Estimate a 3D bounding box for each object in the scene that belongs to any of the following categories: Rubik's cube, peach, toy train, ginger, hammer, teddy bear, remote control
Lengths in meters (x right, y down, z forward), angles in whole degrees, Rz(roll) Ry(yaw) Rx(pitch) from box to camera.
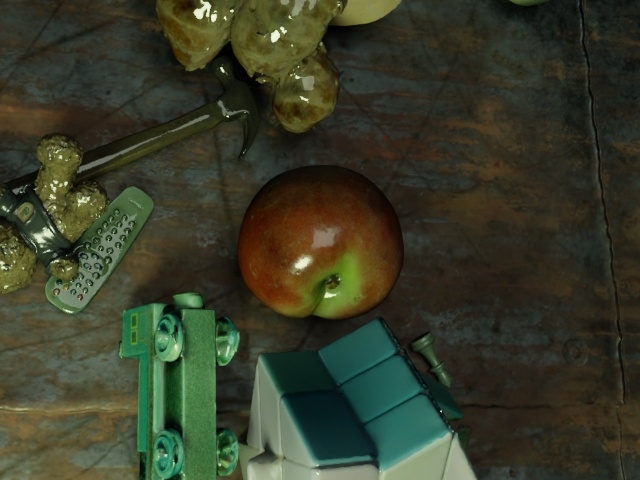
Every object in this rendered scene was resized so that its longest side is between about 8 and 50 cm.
[{"bbox_3d":[0.063,0.336,1.661,0.358,0.387,0.368,-2,120,-18],"label":"Rubik's cube"},{"bbox_3d":[0.000,0.000,1.800,0.252,0.252,0.253,4,75,-15],"label":"peach"},{"bbox_3d":[-0.209,0.227,1.705,0.120,0.194,0.298,7,77,-35],"label":"toy train"},{"bbox_3d":[-0.119,-0.341,1.824,0.375,0.256,0.176,28,31,0],"label":"ginger"},{"bbox_3d":[-0.298,-0.145,1.853,0.439,0.044,0.168,-24,82,-19],"label":"hammer"},{"bbox_3d":[-0.402,-0.028,1.734,0.251,0.129,0.182,-41,79,14],"label":"teddy bear"},{"bbox_3d":[-0.333,0.013,1.800,0.072,0.042,0.222,36,70,-4],"label":"remote control"}]

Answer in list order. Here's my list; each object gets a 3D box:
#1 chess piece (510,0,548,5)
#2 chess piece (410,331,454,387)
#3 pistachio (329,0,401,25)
[{"bbox_3d":[0.354,-0.578,2.094,0.182,0.182,0.331,-8,84,-17],"label":"chess piece"},{"bbox_3d":[0.182,0.195,1.899,0.042,0.042,0.093,-30,91,-21],"label":"chess piece"},{"bbox_3d":[-0.004,-0.481,1.932,0.321,0.229,0.238,26,105,-14],"label":"pistachio"}]
